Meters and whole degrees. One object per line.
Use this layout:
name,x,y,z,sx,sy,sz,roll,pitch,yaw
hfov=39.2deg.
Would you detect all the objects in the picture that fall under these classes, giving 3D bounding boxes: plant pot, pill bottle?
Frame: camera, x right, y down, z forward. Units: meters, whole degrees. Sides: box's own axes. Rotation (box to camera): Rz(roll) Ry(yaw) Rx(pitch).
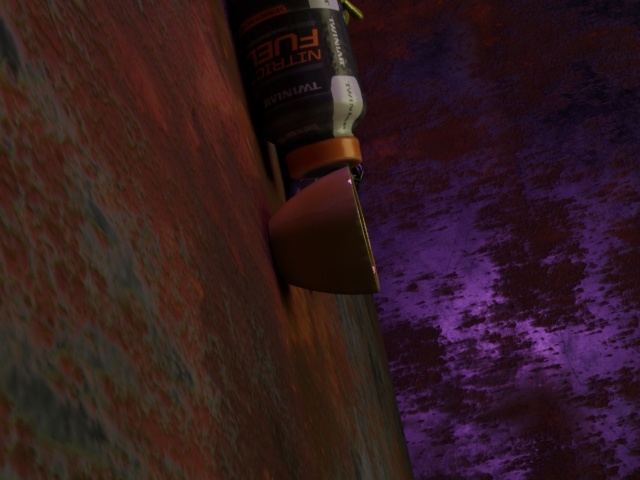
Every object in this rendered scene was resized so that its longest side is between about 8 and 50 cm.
plant pot,0.000,0.000,0.926,0.134,0.095,0.134,-15,90,-86
pill bottle,-0.021,-0.198,1.055,0.130,0.130,0.245,40,36,-82

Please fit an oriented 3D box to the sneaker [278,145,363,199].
sneaker,0.008,-0.071,1.189,0.101,0.106,0.267,61,17,-77

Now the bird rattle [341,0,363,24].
bird rattle,-0.074,-0.357,1.211,0.253,0.143,0.207,56,-12,-9
